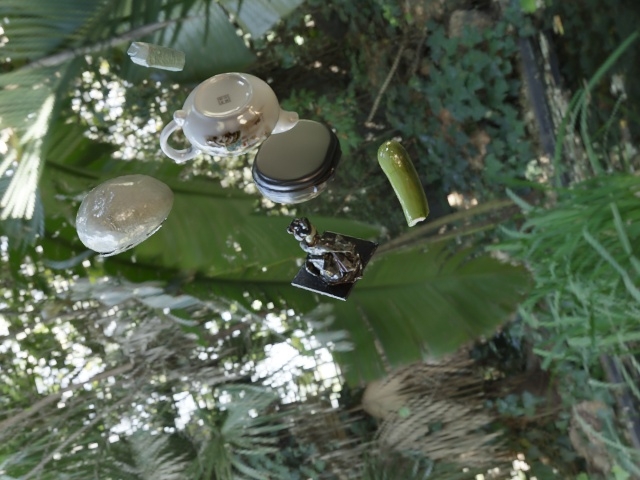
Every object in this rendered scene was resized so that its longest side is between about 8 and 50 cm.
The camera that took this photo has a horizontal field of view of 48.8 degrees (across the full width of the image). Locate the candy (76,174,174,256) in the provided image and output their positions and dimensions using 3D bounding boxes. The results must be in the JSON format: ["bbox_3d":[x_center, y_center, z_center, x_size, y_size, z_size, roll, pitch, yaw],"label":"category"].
[{"bbox_3d":[-0.536,-0.083,1.922,0.185,0.295,0.295,60,-165,-17],"label":"candy"}]

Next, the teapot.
[{"bbox_3d":[-0.198,-0.255,1.483,0.139,0.298,0.204,75,-178,-57],"label":"teapot"}]

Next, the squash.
[{"bbox_3d":[0.221,-0.155,1.862,0.083,0.083,0.250,41,-153,-69],"label":"squash"}]

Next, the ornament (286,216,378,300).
[{"bbox_3d":[0.000,0.000,1.460,0.153,0.166,0.196,-59,-40,-22],"label":"ornament"}]

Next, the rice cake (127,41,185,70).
[{"bbox_3d":[-0.456,-0.519,1.993,0.206,0.069,0.063,-17,-55,-66],"label":"rice cake"}]

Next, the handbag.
[{"bbox_3d":[-0.066,-0.230,2.058,0.093,0.253,0.308,79,-158,-47],"label":"handbag"}]
